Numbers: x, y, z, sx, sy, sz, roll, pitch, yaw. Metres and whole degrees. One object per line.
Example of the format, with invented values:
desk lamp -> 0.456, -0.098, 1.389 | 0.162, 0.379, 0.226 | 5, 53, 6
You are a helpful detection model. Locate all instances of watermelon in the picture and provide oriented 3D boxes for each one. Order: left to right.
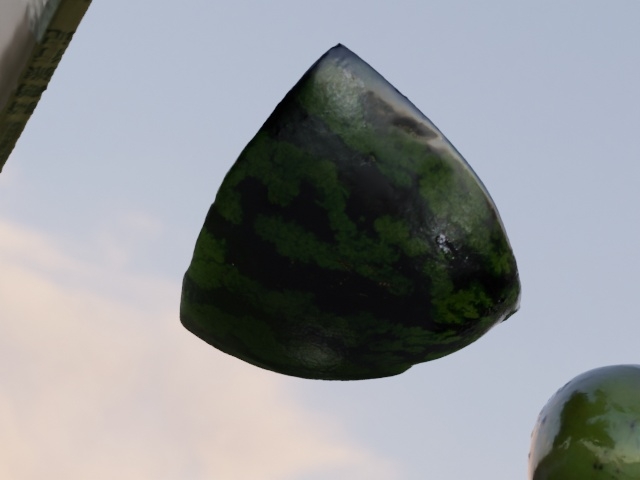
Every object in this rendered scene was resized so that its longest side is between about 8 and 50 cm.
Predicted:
watermelon -> 0.003, 0.007, 1.062 | 0.193, 0.145, 0.137 | 55, -20, -19

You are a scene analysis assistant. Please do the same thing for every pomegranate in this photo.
pomegranate -> 0.177, 0.108, 1.057 | 0.129, 0.159, 0.129 | -1, 6, 0

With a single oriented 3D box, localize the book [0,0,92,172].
book -> -0.154, -0.185, 0.928 | 0.021, 0.216, 0.310 | -7, -24, -28
